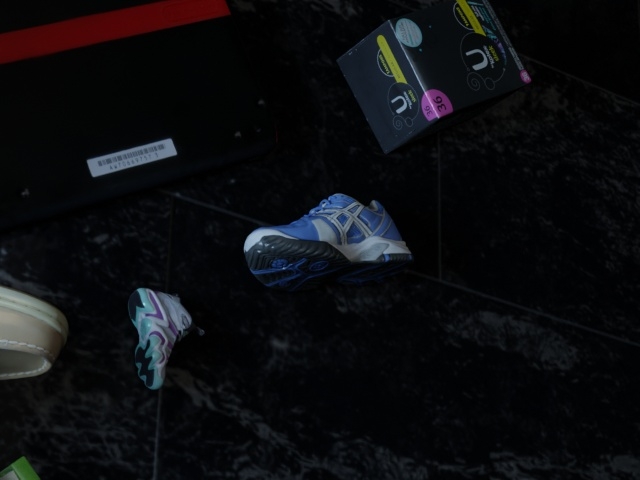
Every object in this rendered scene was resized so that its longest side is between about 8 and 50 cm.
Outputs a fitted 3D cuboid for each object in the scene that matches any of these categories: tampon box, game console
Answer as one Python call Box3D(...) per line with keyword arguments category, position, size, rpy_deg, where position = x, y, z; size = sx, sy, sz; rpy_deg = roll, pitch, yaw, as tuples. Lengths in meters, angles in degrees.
Box3D(category="tampon box", position=(0.124, -0.186, 1.916), size=(0.161, 0.101, 0.120), rpy_deg=(-24, 84, -42))
Box3D(category="game console", position=(-0.244, -0.200, 1.681), size=(0.386, 0.060, 0.342), rpy_deg=(-19, 87, -41))

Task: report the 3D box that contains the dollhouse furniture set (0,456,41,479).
Box3D(category="dollhouse furniture set", position=(-0.294, 0.240, 1.421), size=(0.151, 0.058, 0.076), rpy_deg=(-35, 92, -42))

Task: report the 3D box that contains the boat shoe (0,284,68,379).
Box3D(category="boat shoe", position=(-0.366, 0.098, 1.358), size=(0.341, 0.122, 0.110), rpy_deg=(0, 62, -14))

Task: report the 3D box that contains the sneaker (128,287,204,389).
Box3D(category="sneaker", position=(-0.138, 0.091, 1.626), size=(0.069, 0.038, 0.098), rpy_deg=(5, 67, -35))

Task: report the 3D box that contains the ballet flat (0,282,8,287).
Box3D(category="ballet flat", position=(-0.333, 0.122, 1.456), size=(0.084, 0.058, 0.250), rpy_deg=(20, 44, 13))

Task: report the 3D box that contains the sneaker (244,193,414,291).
Box3D(category="sneaker", position=(0.000, 0.000, 1.758), size=(0.211, 0.080, 0.081), rpy_deg=(3, 61, -47))
